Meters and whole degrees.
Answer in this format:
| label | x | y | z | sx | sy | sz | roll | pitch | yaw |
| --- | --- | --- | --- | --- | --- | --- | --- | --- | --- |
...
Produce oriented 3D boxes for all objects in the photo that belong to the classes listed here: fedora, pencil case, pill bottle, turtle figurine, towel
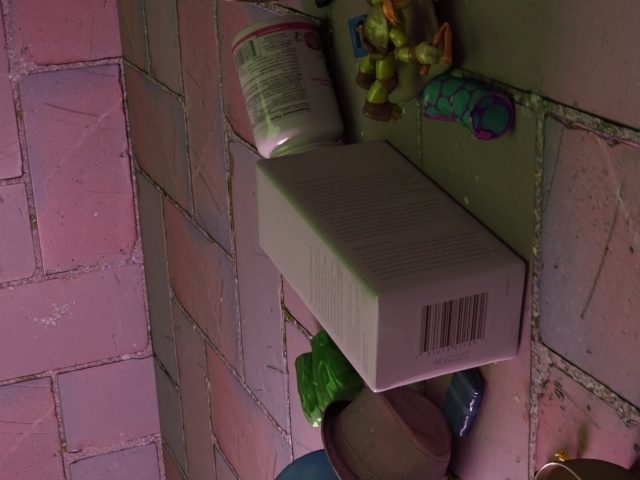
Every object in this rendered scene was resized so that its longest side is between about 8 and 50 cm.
| label | x | y | z | sx | sy | sz | roll | pitch | yaw |
| --- | --- | --- | --- | --- | --- | --- | --- | --- | --- |
| fedora | 0.127 | 0.321 | 1.843 | 0.124 | 0.244 | 0.275 | -56 | 31 | 22 |
| pencil case | 0.195 | -0.181 | 1.570 | 0.070 | 0.064 | 0.152 | -61 | 28 | 5 |
| pill bottle | -0.050 | -0.238 | 2.051 | 0.160 | 0.160 | 0.283 | 139 | 118 | -67 |
| turtle figurine | 0.097 | -0.272 | 1.626 | 0.217 | 0.087 | 0.269 | 99 | 151 | -46 |
| towel | 0.219 | 0.240 | 1.764 | 0.119 | 0.029 | 0.067 | 102 | 150 | -44 |

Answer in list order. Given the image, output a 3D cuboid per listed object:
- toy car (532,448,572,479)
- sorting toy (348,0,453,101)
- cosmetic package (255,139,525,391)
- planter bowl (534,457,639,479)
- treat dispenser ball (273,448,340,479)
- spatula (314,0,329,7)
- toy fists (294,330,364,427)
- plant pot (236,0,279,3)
| label | x | y | z | sx | sy | sz | roll | pitch | yaw |
| --- | --- | --- | --- | --- | --- | --- | --- | --- | --- |
| toy car | 0.304 | 0.324 | 1.550 | 0.040 | 0.060 | 0.122 | 40 | 155 | 11 |
| sorting toy | 0.134 | -0.320 | 1.696 | 0.348 | 0.047 | 0.196 | 148 | 106 | -68 |
| cosmetic package | 0.086 | 0.019 | 1.724 | 0.453 | 0.230 | 0.161 | -130 | 35 | -54 |
| planter bowl | 0.339 | 0.329 | 1.377 | 0.162 | 0.109 | 0.162 | 169 | 90 | -69 |
| treat dispenser ball | 0.033 | 0.505 | 2.018 | 0.288 | 0.288 | 0.288 | 170 | 90 | -69 |
| spatula | 0.038 | -0.429 | 1.912 | 0.296 | 0.030 | 0.084 | 173 | 88 | -70 |
| toy fists | 0.020 | 0.272 | 2.217 | 0.279 | 0.096 | 0.142 | 125 | 141 | -64 |
| plant pot | -0.228 | -0.617 | 2.170 | 0.334 | 0.334 | 0.305 | -145 | 59 | -62 |
